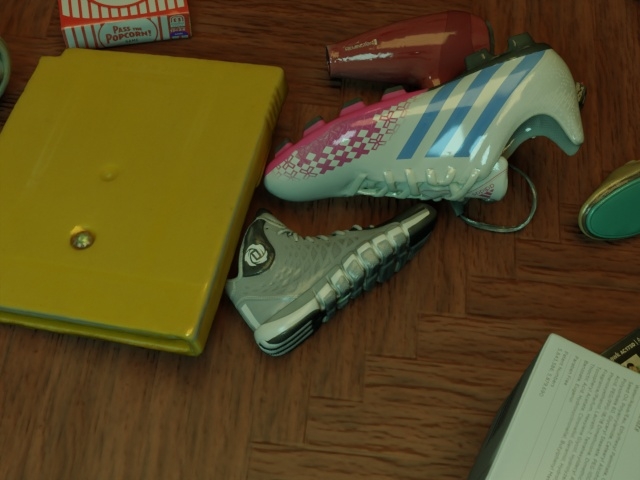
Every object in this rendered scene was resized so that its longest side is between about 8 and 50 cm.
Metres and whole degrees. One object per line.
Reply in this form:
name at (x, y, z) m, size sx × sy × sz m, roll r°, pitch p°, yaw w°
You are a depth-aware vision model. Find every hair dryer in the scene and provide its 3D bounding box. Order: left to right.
hair dryer at (0.138, -0.160, 1.032) m, size 0.294 × 0.080 × 0.223 m, roll 28°, pitch 64°, yaw 12°

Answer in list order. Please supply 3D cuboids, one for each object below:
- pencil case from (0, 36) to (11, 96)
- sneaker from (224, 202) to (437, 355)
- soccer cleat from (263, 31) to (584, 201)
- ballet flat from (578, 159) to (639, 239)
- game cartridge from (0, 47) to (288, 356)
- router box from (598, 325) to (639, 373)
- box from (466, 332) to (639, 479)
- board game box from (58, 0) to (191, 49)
pencil case at (-0.490, -0.280, 1.001) m, size 0.160 × 0.183 × 0.410 m, roll -33°, pitch 69°, yaw -20°
sneaker at (0.000, 0.000, 0.931) m, size 0.229 × 0.086 × 0.132 m, roll -35°, pitch 70°, yaw -19°
soccer cleat at (0.106, -0.087, 0.945) m, size 0.331 × 0.116 × 0.143 m, roll -23°, pitch 81°, yaw 7°
ballet flat at (0.372, -0.066, 1.003) m, size 0.232 × 0.080 × 0.073 m, roll -21°, pitch 30°, yaw -5°
game cartridge at (-0.206, -0.055, 0.946) m, size 0.286 × 0.052 × 0.323 m, roll 8°, pitch 59°, yaw 14°
router box at (0.356, 0.135, 0.903) m, size 0.179 × 0.046 × 0.133 m, roll -29°, pitch 66°, yaw -18°
box at (0.191, 0.206, 0.777) m, size 0.119 × 0.181 × 0.181 m, roll 25°, pitch 63°, yaw 11°
board game box at (-0.241, -0.320, 1.115) m, size 0.147 × 0.045 × 0.193 m, roll -10°, pitch 63°, yaw -9°
